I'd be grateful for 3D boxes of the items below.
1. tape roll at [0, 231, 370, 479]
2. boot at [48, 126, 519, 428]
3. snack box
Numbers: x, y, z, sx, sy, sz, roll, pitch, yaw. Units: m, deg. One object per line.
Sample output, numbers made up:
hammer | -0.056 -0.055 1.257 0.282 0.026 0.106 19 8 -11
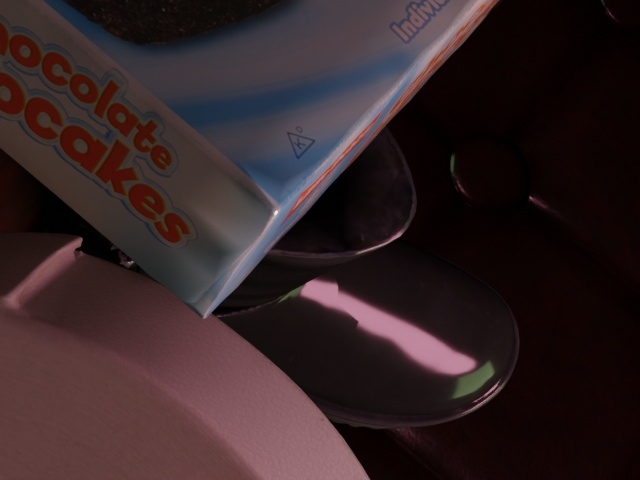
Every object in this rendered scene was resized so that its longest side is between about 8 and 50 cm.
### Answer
tape roll | -0.142 0.186 0.778 0.392 0.392 0.072 -51 178 29
boot | -0.002 0.000 1.051 0.445 0.367 0.146 122 -17 -74
snack box | -0.005 -0.145 0.476 0.322 0.187 0.060 -48 177 -38
